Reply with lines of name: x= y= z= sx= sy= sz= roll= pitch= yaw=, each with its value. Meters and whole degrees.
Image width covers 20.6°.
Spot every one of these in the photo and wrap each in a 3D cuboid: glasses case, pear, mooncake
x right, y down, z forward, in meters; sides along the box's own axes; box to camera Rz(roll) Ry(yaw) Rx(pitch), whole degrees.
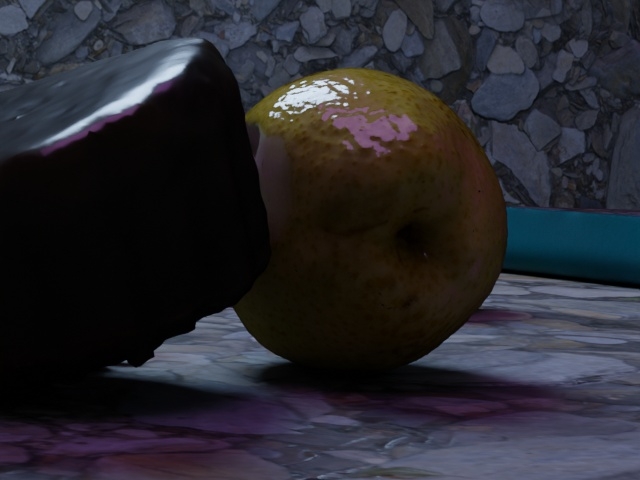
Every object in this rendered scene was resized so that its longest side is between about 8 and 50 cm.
glasses case: x=0.255 y=0.007 z=1.702 sx=0.117 sy=0.070 sz=0.301 roll=7 pitch=-2 yaw=-43
pear: x=0.020 y=-0.009 z=0.957 sx=0.178 sy=0.178 sz=0.178 roll=3 pitch=4 yaw=0
mooncake: x=-0.135 y=-0.006 z=0.857 sx=0.228 sy=0.124 sz=0.228 roll=-17 pitch=18 yaw=6
